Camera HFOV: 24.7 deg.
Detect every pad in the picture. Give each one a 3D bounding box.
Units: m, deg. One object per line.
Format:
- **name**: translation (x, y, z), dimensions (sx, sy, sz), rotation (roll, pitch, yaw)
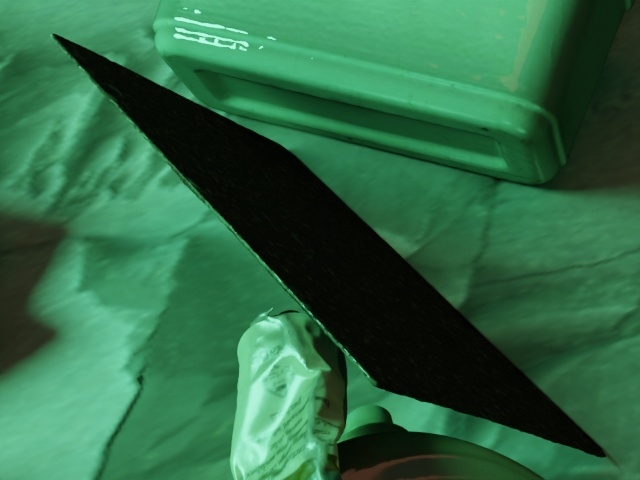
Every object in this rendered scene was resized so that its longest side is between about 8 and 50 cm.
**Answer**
- **pad**: translation (0.000, 0.000, 0.801), dimensions (0.004, 0.220, 0.330), rotation (-54, 49, 11)

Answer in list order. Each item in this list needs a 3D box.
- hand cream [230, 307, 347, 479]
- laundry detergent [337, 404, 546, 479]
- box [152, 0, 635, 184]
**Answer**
- **hand cream**: translation (-0.005, 0.128, 0.619), dimensions (0.075, 0.052, 0.248), rotation (-30, 44, 23)
- **laundry detergent**: translation (0.045, 0.175, 0.653), dimensions (0.181, 0.091, 0.253), rotation (-9, 42, -1)
- **box**: translation (0.046, -0.160, 0.948), dimensions (0.312, 0.175, 0.182), rotation (16, 78, 18)
